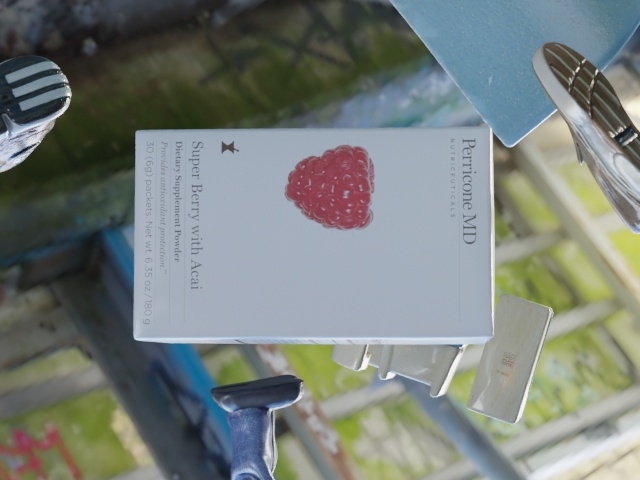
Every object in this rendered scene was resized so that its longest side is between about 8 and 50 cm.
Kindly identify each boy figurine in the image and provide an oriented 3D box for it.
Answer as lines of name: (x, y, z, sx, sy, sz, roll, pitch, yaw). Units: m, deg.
boy figurine: (-0.043, 0.266, 1.343, 0.092, 0.285, 0.177, -8, 177, -8)

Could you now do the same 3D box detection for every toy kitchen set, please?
toy kitchen set: (0.134, 0.097, 1.600, 0.166, 0.207, 0.122, 8, 100, -76)

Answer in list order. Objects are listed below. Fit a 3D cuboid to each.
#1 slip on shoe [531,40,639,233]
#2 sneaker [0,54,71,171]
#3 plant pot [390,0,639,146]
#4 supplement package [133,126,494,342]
slip on shoe: (0.174, -0.064, 0.952, 0.051, 0.135, 0.041, -30, 166, -47)
sneaker: (-0.409, -0.099, 1.666, 0.281, 0.106, 0.162, -19, 165, -18)
plant pot: (0.263, -0.310, 1.767, 0.252, 0.247, 0.248, -34, -168, 29)
supplement package: (0.000, 0.000, 1.298, 0.292, 0.178, 0.175, -1, 175, 4)
